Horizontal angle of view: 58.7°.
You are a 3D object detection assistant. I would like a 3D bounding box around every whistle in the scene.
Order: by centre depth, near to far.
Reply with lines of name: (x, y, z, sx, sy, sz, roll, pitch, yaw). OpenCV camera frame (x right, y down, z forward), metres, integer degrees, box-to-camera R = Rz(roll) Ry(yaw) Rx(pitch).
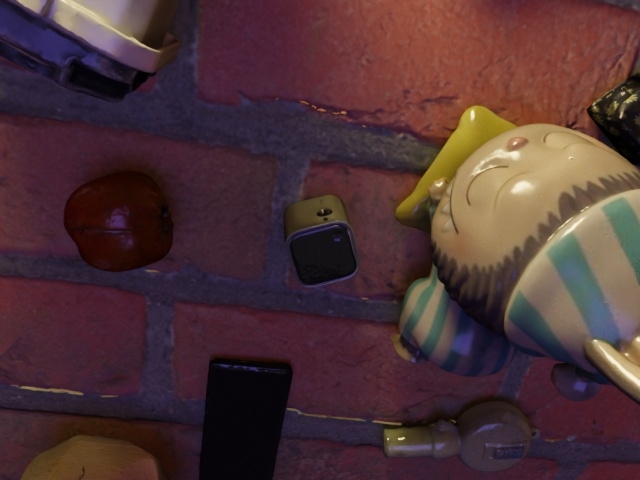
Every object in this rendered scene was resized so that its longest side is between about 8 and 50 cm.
whistle: (0.229, 0.320, 0.914, 0.257, 0.067, 0.126, -2, 116, -1)

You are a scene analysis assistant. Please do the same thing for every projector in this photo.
projector: (0.000, 0.000, 0.718, 0.083, 0.082, 0.083, -15, 117, 1)

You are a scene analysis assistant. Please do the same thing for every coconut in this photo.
coconut: (-0.318, 0.408, 0.823, 0.230, 0.227, 0.227, 13, 116, -5)

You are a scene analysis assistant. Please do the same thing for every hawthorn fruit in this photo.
hawthorn fruit: (-0.236, -0.020, 0.673, 0.128, 0.128, 0.128, -2, 117, -4)

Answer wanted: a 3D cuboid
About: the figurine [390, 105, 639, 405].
figurine: (0.232, 0.075, 0.615, 0.266, 0.378, 0.362, 11, 114, -10)

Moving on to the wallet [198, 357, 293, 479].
wallet: (-0.120, 0.286, 0.886, 0.124, 0.025, 0.244, 6, 115, -8)

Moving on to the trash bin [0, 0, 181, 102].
trash bin: (-0.196, -0.336, 0.448, 0.295, 0.256, 0.368, 28, 106, -16)

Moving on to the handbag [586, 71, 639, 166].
handbag: (0.410, -0.165, 0.686, 0.115, 0.072, 0.139, 39, 95, -20)
